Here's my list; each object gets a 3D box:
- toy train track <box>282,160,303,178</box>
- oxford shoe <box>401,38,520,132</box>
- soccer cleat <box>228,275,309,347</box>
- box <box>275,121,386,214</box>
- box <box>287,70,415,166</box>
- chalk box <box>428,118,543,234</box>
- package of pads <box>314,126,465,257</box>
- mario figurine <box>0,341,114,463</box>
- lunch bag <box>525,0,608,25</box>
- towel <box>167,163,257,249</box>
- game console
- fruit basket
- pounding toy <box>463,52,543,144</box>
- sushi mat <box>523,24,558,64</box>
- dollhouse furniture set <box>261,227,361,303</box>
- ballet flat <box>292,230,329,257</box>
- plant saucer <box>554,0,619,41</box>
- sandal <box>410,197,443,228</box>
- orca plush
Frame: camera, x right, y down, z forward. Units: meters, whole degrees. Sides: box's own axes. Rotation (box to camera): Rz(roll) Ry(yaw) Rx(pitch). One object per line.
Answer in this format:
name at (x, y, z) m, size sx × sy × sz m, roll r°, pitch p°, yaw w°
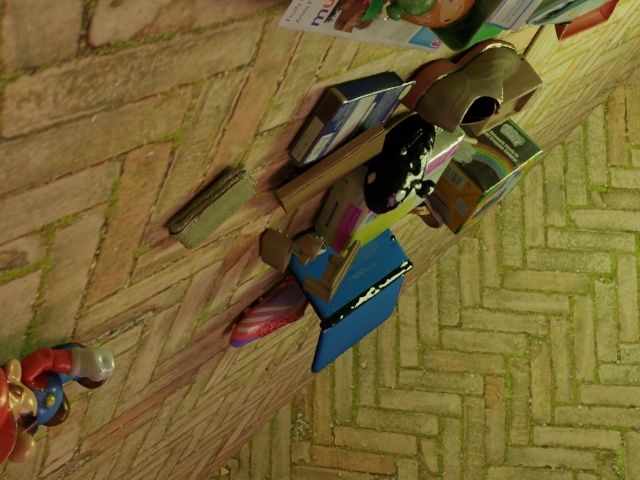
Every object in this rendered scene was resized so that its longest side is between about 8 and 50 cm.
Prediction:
toy train track at (-0.026, -0.127, 1.373) m, size 0.083 × 0.014 × 0.048 m, roll -42°, pitch 166°, yaw -7°
oxford shoe at (0.288, -0.275, 1.570) m, size 0.348 × 0.130 × 0.123 m, roll -31°, pitch 161°, yaw -41°
soccer cleat at (-0.092, 0.159, 1.864) m, size 0.248 × 0.095 × 0.083 m, roll -41°, pitch 165°, yaw -13°
box at (0.017, -0.115, 1.407) m, size 0.201 × 0.021 × 0.164 m, roll -34°, pitch 174°, yaw -3°
box at (0.053, -0.197, 1.338) m, size 0.225 × 0.036 × 0.136 m, roll -25°, pitch 158°, yaw -51°
chalk box at (0.377, -0.185, 1.989) m, size 0.289 × 0.180 × 0.179 m, roll -33°, pitch 163°, yaw -32°
package of pads at (0.136, -0.112, 1.690) m, size 0.296 × 0.101 × 0.229 m, roll -34°, pitch 163°, yaw -31°
mario figurine at (-0.378, 0.229, 1.096) m, size 0.320 × 0.170 × 0.198 m, roll -2°, pitch 103°, yaw -81°
lunch bag at (0.457, -0.451, 1.399) m, size 0.279 × 0.108 × 0.224 m, roll -26°, pitch 180°, yaw 40°
towel at (-0.153, -0.049, 1.223) m, size 0.148 × 0.027 × 0.110 m, roll -44°, pitch 167°, yaw -4°
game console at (0.050, 0.106, 1.878) m, size 0.293 × 0.250 × 0.173 m, roll -32°, pitch 179°, yaw -40°
fruit basket at (0.153, -0.340, 0.943) m, size 0.327 × 0.165 × 0.353 m, roll -51°, pitch 161°, yaw 28°
pounding toy at (0.332, -0.280, 1.785) m, size 0.206 × 0.094 × 0.181 m, roll -29°, pitch 167°, yaw -18°
sushi mat at (0.531, -0.491, 1.852) m, size 0.151 × 0.019 × 0.316 m, roll -36°, pitch 164°, yaw -32°
dollhouse furniture set at (-0.014, 0.010, 1.589) m, size 0.123 × 0.151 × 0.144 m, roll -58°, pitch 172°, yaw -22°
ballet flat at (0.000, 0.000, 1.740) m, size 0.168 × 0.052 × 0.057 m, roll -30°, pitch 160°, yaw -45°
plant saucer at (0.567, -0.538, 1.680) m, size 0.258 × 0.048 × 0.259 m, roll -29°, pitch 149°, yaw -44°
sandal at (0.216, -0.073, 1.922) m, size 0.180 × 0.072 × 0.049 m, roll 44°, pitch 69°, yaw -37°
orca plush at (0.178, -0.167, 1.527) m, size 0.287 × 0.151 × 0.102 m, roll -37°, pitch 171°, yaw -32°
